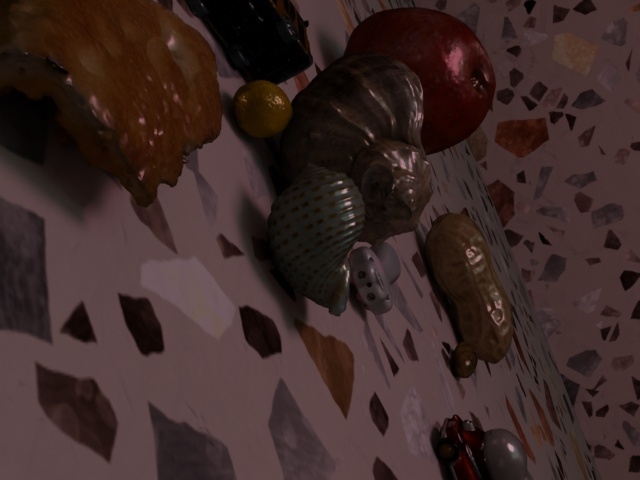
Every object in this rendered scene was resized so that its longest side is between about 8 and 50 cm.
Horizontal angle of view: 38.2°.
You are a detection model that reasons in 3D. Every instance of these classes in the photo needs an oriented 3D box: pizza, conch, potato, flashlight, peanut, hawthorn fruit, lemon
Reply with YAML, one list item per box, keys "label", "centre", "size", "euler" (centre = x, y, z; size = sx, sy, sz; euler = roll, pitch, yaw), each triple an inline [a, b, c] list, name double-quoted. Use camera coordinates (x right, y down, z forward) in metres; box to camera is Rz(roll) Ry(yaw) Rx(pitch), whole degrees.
- label: "pizza"
  centre: [-0.158, -0.123, 0.714]
  size: [0.182, 0.073, 0.365]
  euler: [62, 17, -12]
- label: "conch"
  centre: [-0.006, -0.003, 0.985]
  size: [0.135, 0.102, 0.153]
  euler: [21, 80, -82]
- label: "potato"
  centre: [0.255, 0.212, 1.624]
  size: [0.046, 0.045, 0.092]
  euler: [29, 19, -3]
- label: "conch"
  centre: [0.022, -0.113, 1.118]
  size: [0.291, 0.158, 0.210]
  euler: [36, -50, 43]
- label: "flashlight"
  centre: [0.075, 0.043, 1.280]
  size: [0.093, 0.047, 0.200]
  euler: [67, 14, -4]
- label: "peanut"
  centre: [0.283, 0.092, 1.746]
  size: [0.136, 0.120, 0.298]
  euler: [-26, 94, -50]
- label: "hawthorn fruit"
  centre: [0.167, -0.280, 1.653]
  size: [0.284, 0.284, 0.284]
  euler: [57, 19, -32]
- label: "lemon"
  centre: [-0.068, -0.150, 1.051]
  size: [0.092, 0.065, 0.065]
  euler: [14, 53, -52]

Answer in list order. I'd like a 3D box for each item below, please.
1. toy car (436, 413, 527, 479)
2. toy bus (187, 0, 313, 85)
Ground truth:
- label: "toy car"
  centre: [0.234, 0.310, 1.308]
  size: [0.139, 0.112, 0.112]
  euler: [66, 17, -5]
- label: "toy bus"
  centre: [-0.088, -0.281, 1.115]
  size: [0.182, 0.091, 0.103]
  euler: [51, 23, -40]
